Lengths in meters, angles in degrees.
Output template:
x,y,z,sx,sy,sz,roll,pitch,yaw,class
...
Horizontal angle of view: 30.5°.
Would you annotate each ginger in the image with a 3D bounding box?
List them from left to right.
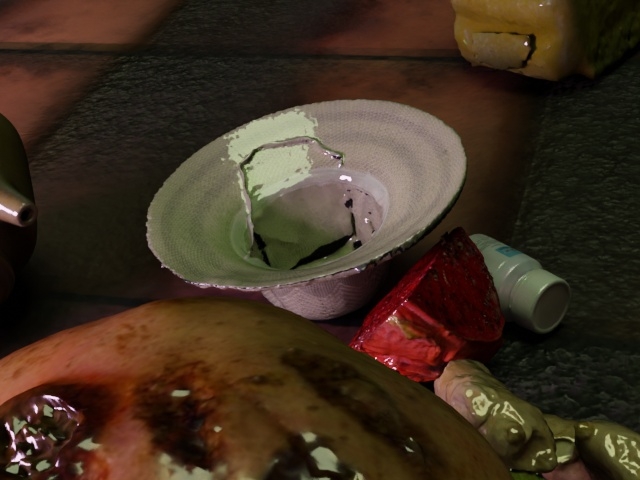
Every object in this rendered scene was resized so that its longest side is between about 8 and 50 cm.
x,y,z,sx,sy,sz,roll,pitch,yaw,class
0.178,0.130,0.676,0.259,0.065,0.149,19,5,23,ginger

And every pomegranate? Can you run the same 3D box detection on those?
x,y,z,sx,sy,sz,roll,pitch,yaw,class
-0.054,0.173,0.487,0.322,0.322,0.322,-5,32,3,pomegranate

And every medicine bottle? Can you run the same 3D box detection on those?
x,y,z,sx,sy,sz,roll,pitch,yaw,class
0.140,0.033,0.882,0.052,0.052,0.089,-27,37,-29,medicine bottle

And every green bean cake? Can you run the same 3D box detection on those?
x,y,z,sx,sy,sz,roll,pitch,yaw,class
0.250,-0.347,1.262,0.202,0.285,0.310,17,37,41,green bean cake

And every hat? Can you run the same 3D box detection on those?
x,y,z,sx,sy,sz,roll,pitch,yaw,class
0.000,0.000,0.909,0.252,0.110,0.252,-11,35,8,hat

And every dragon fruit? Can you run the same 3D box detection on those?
x,y,z,sx,sy,sz,roll,pitch,yaw,class
0.073,0.066,0.823,0.083,0.106,0.162,43,25,-4,dragon fruit

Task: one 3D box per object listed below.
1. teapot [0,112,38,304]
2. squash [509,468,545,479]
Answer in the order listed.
x,y,z,sx,sy,sz,roll,pitch,yaw,class
-0.325,0.007,0.919,0.268,0.186,0.175,-28,57,23,teapot
0.092,0.198,0.605,0.105,0.105,0.132,-9,49,-3,squash
